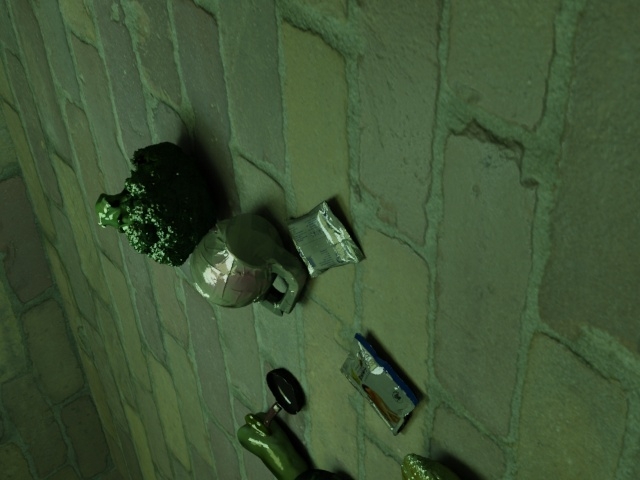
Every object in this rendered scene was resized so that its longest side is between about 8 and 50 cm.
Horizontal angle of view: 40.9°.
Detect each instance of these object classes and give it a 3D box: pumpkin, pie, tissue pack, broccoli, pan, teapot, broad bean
[{"bbox_3d":[0.007,0.594,1.951,0.167,0.125,0.167,31,134,38],"label":"pumpkin"},{"bbox_3d":[0.225,0.517,1.558,0.257,0.105,0.274,38,145,51],"label":"pie"},{"bbox_3d":[0.000,0.000,1.534,0.123,0.026,0.193,62,152,-3],"label":"tissue pack"},{"bbox_3d":[-0.348,-0.076,1.820,0.270,0.270,0.270,-3,117,23],"label":"broccoli"},{"bbox_3d":[-0.092,0.377,2.004,0.115,0.040,0.212,48,142,22],"label":"pan"},{"bbox_3d":[-0.141,0.054,1.674,0.221,0.163,0.178,56,144,10],"label":"teapot"},{"bbox_3d":[-0.111,0.519,2.118,0.228,0.100,0.169,50,160,-5],"label":"broad bean"}]

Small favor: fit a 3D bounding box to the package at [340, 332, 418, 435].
[{"bbox_3d":[0.107,0.269,1.601,0.171,0.027,0.173,49,153,21],"label":"package"}]
